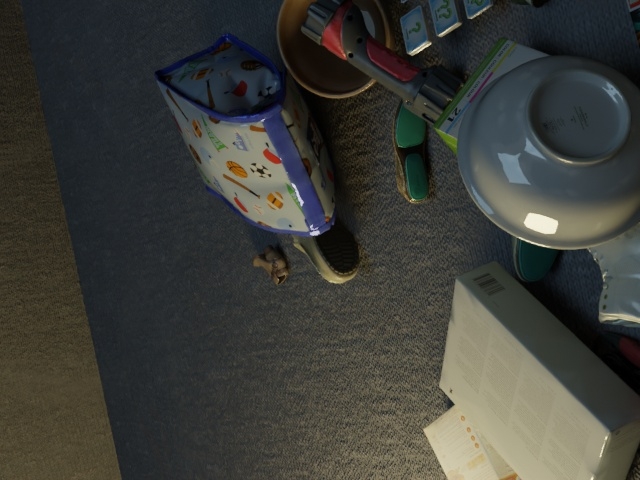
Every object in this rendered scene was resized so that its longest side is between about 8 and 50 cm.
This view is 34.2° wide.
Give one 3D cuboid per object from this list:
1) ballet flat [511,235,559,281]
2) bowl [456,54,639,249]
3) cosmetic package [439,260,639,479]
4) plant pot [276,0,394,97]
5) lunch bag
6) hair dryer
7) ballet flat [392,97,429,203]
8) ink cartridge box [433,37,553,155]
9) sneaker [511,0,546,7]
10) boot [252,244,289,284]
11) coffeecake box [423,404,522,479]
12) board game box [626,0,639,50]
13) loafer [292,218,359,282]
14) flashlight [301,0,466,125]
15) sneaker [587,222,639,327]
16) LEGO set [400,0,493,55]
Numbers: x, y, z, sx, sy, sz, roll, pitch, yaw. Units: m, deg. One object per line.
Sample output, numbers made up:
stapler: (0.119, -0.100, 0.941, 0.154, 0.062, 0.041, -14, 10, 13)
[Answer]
ballet flat: (0.355, -0.056, 1.702, 0.086, 0.086, 0.248, 32, 124, 47)
bowl: (0.346, -0.147, 1.444, 0.134, 0.298, 0.297, 89, 157, -70)
cosmetic package: (0.353, 0.258, 1.720, 0.377, 0.098, 0.284, 48, 147, 38)
plant pot: (0.043, -0.397, 1.976, 0.237, 0.110, 0.237, 10, 112, 25)
lunch bag: (-0.126, -0.207, 2.132, 0.385, 0.239, 0.327, 40, 160, 51)
hair dryer: (0.502, 0.193, 1.546, 0.223, 0.080, 0.293, 61, 142, 25)
ballet flat: (0.161, -0.173, 1.950, 0.067, 0.073, 0.206, -163, 69, -69)
ink cartridge box: (0.331, -0.181, 1.587, 0.188, 0.097, 0.255, -53, 44, -3)
sneaker: (0.314, -0.466, 1.629, 0.086, 0.064, 0.192, 22, 121, 46)
boot: (-0.117, 0.066, 2.459, 0.087, 0.042, 0.118, 60, 150, 12)
coffeecake box: (0.289, 0.400, 1.934, 0.185, 0.068, 0.142, 64, 144, 20)
board game box: (0.549, -0.290, 1.350, 0.305, 0.053, 0.192, -18, 86, 56)
loafer: (0.000, 0.000, 2.218, 0.268, 0.102, 0.092, 62, 146, 39)
flashlight: (0.114, -0.332, 1.844, 0.304, 0.103, 0.103, 33, 160, 10)
sneaker: (0.426, 0.033, 1.537, 0.293, 0.108, 0.169, 30, 96, 48)
LEGO set: (0.188, -0.465, 1.772, 0.182, 0.060, 0.244, -27, 62, 39)
